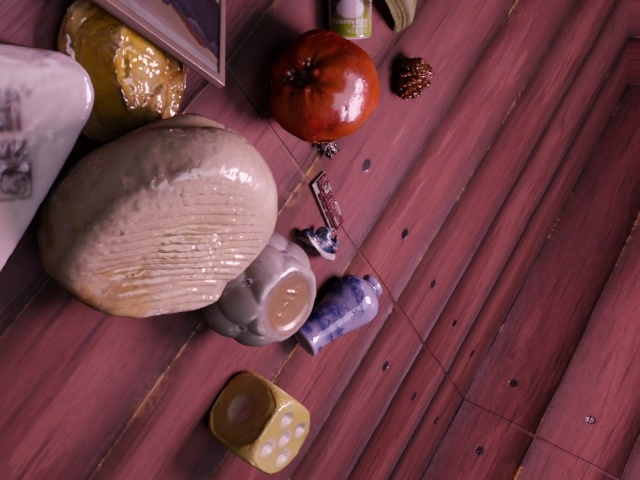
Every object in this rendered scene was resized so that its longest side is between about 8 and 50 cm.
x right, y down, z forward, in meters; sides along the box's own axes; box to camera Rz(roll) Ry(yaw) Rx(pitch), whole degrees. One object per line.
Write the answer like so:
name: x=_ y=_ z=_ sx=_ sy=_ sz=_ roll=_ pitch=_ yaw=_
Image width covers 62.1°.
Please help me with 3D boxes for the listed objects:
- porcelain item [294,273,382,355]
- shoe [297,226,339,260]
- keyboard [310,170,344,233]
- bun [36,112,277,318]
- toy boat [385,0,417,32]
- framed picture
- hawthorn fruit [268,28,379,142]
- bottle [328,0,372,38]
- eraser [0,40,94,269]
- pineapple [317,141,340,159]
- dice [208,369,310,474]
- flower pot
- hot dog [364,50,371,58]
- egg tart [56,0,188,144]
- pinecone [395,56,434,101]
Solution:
porcelain item: x=0.052 y=0.186 z=1.381 sx=0.259 sy=0.141 sz=0.141 roll=-38 pitch=133 yaw=-23
shoe: x=0.000 y=0.000 z=1.283 sx=0.143 sy=0.063 sz=0.071 roll=31 pitch=83 yaw=-54
keyboard: x=0.019 y=-0.089 z=1.300 sx=0.055 sy=0.017 sz=0.166 roll=-48 pitch=137 yaw=-24
bun: x=-0.241 y=-0.049 z=0.819 sx=0.365 sy=0.219 sz=0.365 roll=-25 pitch=151 yaw=-15
toy boat: x=0.168 y=-0.544 z=1.160 sx=0.293 sy=0.055 sz=0.093 roll=20 pitch=82 yaw=-71
framed picture: x=-0.237 y=-0.370 z=0.789 sx=0.265 sy=0.018 sz=0.192 roll=25 pitch=55 yaw=-52
hawthorn fruit: x=0.027 y=-0.309 z=1.071 sx=0.299 sy=0.211 sz=0.211 roll=-32 pitch=131 yaw=-57
bottle: x=0.059 y=-0.580 z=1.060 sx=0.093 sy=0.093 sz=0.330 roll=-26 pitch=125 yaw=-41
eraser: x=-0.432 y=-0.137 z=0.636 sx=0.331 sy=0.149 sz=0.332 roll=-25 pitch=124 yaw=-43
pineapple: x=0.008 y=-0.223 z=1.195 sx=0.058 sy=0.058 sz=0.124 roll=-58 pitch=141 yaw=-14
dice: x=-0.139 y=0.417 z=1.226 sx=0.169 sy=0.166 sz=0.169 roll=-54 pitch=139 yaw=-17
flower pot: x=-0.127 y=0.092 z=1.067 sx=0.246 sy=0.195 sz=0.246 roll=-25 pitch=126 yaw=-41
hot dog: x=0.100 y=-0.372 z=1.250 sx=0.062 sy=0.038 sz=0.144 roll=-43 pitch=137 yaw=-33
egg tart: x=-0.282 y=-0.258 z=0.809 sx=0.232 sy=0.098 sz=0.252 roll=35 pitch=76 yaw=-55
pinecone: x=0.232 y=-0.409 z=1.349 sx=0.102 sy=0.102 sz=0.109 roll=11 pitch=109 yaw=-51
